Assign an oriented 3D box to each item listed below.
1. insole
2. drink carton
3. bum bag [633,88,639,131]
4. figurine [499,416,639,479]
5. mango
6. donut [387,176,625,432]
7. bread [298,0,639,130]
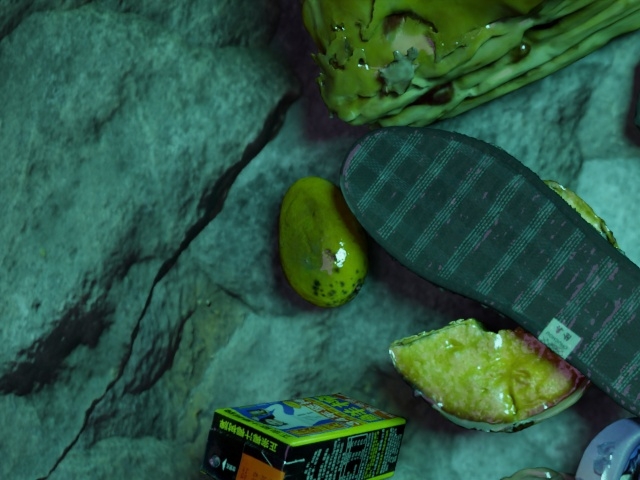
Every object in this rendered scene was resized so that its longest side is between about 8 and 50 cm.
[{"bbox_3d":[0.130,0.012,0.656,0.309,0.012,0.110,42,99,30],"label":"insole"},{"bbox_3d":[-0.008,0.153,0.722,0.071,0.165,0.056,13,94,33],"label":"drink carton"},{"bbox_3d":[0.286,-0.077,0.618,0.197,0.049,0.087,33,100,30],"label":"bum bag"},{"bbox_3d":[0.179,0.190,0.645,0.114,0.126,0.157,32,138,-10],"label":"figurine"},{"bbox_3d":[0.000,0.000,0.795,0.079,0.057,0.114,-34,62,31],"label":"mango"},{"bbox_3d":[0.145,0.052,0.688,0.146,0.078,0.181,30,96,30],"label":"donut"},{"bbox_3d":[0.110,-0.249,0.672,0.324,0.167,0.277,-18,77,30],"label":"bread"}]
